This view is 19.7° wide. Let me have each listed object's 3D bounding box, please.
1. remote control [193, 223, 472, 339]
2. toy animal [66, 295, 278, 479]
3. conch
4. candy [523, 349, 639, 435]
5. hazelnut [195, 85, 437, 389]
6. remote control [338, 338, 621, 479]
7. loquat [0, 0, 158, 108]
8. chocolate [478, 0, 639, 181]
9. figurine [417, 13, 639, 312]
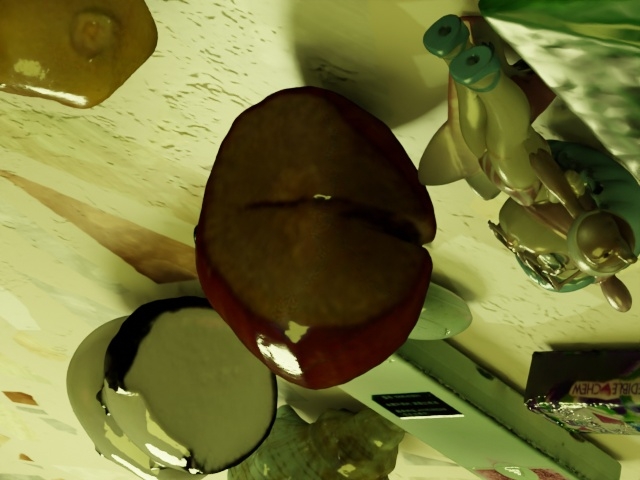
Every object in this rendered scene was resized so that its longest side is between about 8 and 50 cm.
[{"bbox_3d":[0.008,0.037,1.603,0.256,0.045,0.097,18,157,11],"label":"remote control"},{"bbox_3d":[-0.153,0.153,1.838,0.187,0.165,0.235,49,150,-10],"label":"toy animal"},{"bbox_3d":[-0.024,0.275,2.010,0.203,0.169,0.386,33,140,-19],"label":"conch"},{"bbox_3d":[0.311,0.130,1.542,0.312,0.061,0.088,-5,149,46],"label":"candy"},{"bbox_3d":[0.003,0.000,1.313,0.181,0.212,0.181,-12,159,43],"label":"hazelnut"},{"bbox_3d":[0.140,0.168,1.783,0.344,0.050,0.145,35,153,-33],"label":"remote control"},{"bbox_3d":[-0.181,-0.143,1.256,0.137,0.113,0.137,-12,-173,2],"label":"loquat"},{"bbox_3d":[0.320,-0.086,0.916,0.341,0.161,0.360,-2,150,42],"label":"chocolate"},{"bbox_3d":[0.155,-0.047,1.197,0.205,0.103,0.260,34,167,42],"label":"figurine"}]
